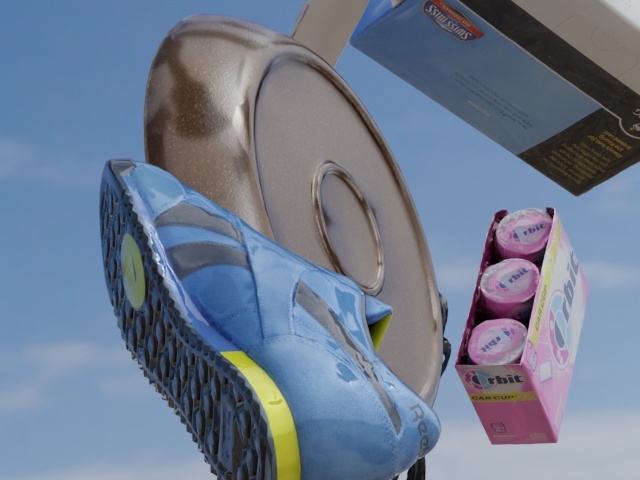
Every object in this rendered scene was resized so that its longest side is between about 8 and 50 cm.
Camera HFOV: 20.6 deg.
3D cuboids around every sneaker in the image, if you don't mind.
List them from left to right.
[{"bbox_3d":[-0.026,0.030,0.696,0.082,0.209,0.069,-12,-54,-24],"label":"sneaker"}]

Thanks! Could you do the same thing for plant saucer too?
[{"bbox_3d":[0.000,0.000,1.069,0.050,0.311,0.310,-20,-19,22],"label":"plant saucer"}]

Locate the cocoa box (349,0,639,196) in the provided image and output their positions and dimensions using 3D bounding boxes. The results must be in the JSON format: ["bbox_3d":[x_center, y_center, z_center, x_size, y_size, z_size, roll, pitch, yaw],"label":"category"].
[{"bbox_3d":[0.231,-0.250,1.817,0.347,0.231,0.228,31,-44,-29],"label":"cocoa box"}]

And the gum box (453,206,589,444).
[{"bbox_3d":[0.177,0.069,1.515,0.062,0.188,0.107,-5,-45,25],"label":"gum box"}]

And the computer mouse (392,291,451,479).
[{"bbox_3d":[0.005,0.137,1.550,0.072,0.189,0.272,15,-15,-29],"label":"computer mouse"}]

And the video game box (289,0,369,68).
[{"bbox_3d":[0.039,-0.245,1.357,0.048,0.187,0.205,26,-38,-4],"label":"video game box"}]
